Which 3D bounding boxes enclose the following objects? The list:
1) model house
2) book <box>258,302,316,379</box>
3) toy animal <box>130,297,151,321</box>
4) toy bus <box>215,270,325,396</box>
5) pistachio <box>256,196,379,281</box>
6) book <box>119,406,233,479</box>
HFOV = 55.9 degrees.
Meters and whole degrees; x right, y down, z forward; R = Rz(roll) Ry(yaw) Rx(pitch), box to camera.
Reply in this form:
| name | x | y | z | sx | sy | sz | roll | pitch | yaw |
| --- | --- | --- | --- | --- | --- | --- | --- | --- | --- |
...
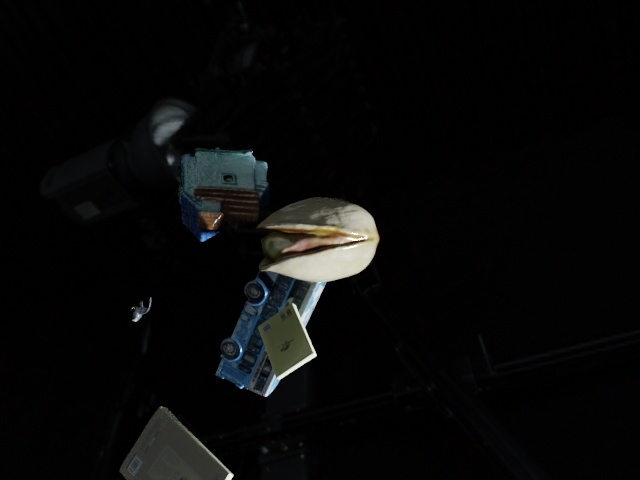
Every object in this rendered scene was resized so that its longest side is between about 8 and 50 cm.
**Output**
| name | x | y | z | sx | sy | sz | roll | pitch | yaw |
| --- | --- | --- | --- | --- | --- | --- | --- | --- | --- |
| model house | -0.153 | -0.052 | 0.931 | 0.149 | 0.119 | 0.148 | 4 | -134 | -11 |
| book | -0.057 | 0.168 | 1.013 | 0.077 | 0.014 | 0.111 | -36 | -131 | 10 |
| toy animal | -0.393 | 0.153 | 1.300 | 0.084 | 0.028 | 0.050 | -37 | -175 | 41 |
| toy bus | -0.095 | 0.154 | 1.176 | 0.131 | 0.297 | 0.106 | 27 | -159 | 9 |
| pistachio | 0.000 | 0.000 | 0.929 | 0.215 | 0.143 | 0.144 | -9 | -162 | -43 |
| book | -0.253 | 0.400 | 1.040 | 0.199 | 0.016 | 0.138 | 30 | -95 | 33 |
